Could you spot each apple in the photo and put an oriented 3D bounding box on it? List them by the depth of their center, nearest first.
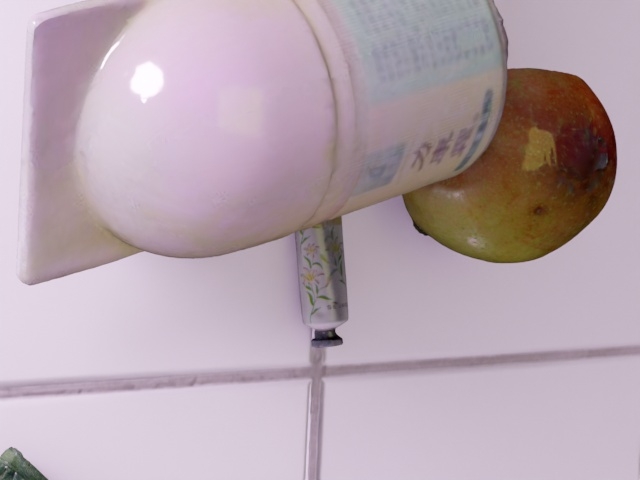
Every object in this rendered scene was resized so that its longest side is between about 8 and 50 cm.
[{"bbox_3d":[0.177,-0.070,1.652,0.207,0.174,0.188,-47,160,24],"label":"apple"}]

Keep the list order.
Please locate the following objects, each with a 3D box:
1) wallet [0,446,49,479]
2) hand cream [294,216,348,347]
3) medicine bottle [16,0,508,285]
[{"bbox_3d":[-0.271,0.302,1.376,0.236,0.055,0.160,-51,117,-25],"label":"wallet"},{"bbox_3d":[0.000,0.000,1.591,0.067,0.042,0.194,-7,94,-39],"label":"hand cream"},{"bbox_3d":[-0.067,-0.113,1.390,0.406,0.235,0.236,-20,107,-40],"label":"medicine bottle"}]
